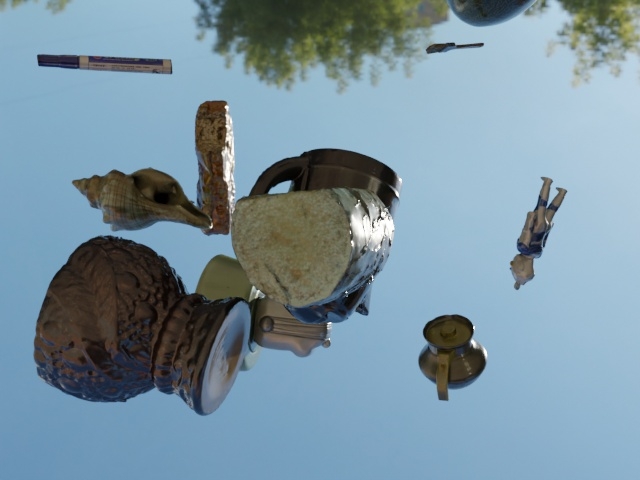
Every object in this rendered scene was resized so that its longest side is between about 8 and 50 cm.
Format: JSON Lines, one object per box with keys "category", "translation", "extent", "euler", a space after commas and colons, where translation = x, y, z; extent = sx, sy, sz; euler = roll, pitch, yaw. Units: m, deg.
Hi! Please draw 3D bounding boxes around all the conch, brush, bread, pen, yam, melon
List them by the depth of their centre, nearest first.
{"category": "pen", "translation": [-0.332, -0.275, 1.268], "extent": [0.204, 0.025, 0.025], "euler": [-1, -148, -18]}
{"category": "yam", "translation": [0.003, 0.004, 1.343], "extent": [0.203, 0.201, 0.271], "euler": [-4, -172, 21]}
{"category": "brush", "translation": [0.331, -0.469, 1.976], "extent": [0.170, 0.014, 0.043], "euler": [-12, 174, -29]}
{"category": "melon", "translation": [0.432, -0.655, 1.987], "extent": [0.238, 0.302, 0.237], "euler": [18, -128, -26]}
{"category": "conch", "translation": [-0.485, -0.108, 2.225], "extent": [0.386, 0.203, 0.169], "euler": [17, 167, -14]}
{"category": "bread", "translation": [-0.302, -0.198, 2.289], "extent": [0.109, 0.380, 0.185], "euler": [4, -146, 2]}

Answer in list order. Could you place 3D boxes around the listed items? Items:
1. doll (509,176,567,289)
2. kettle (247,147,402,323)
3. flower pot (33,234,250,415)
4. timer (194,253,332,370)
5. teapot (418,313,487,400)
{"category": "doll", "translation": [0.424, -0.010, 1.628], "extent": [0.057, 0.227, 0.114], "euler": [19, 180, 35]}
{"category": "kettle", "translation": [-0.012, -0.004, 1.594], "extent": [0.228, 0.321, 0.324], "euler": [-14, -123, 54]}
{"category": "flower pot", "translation": [-0.267, 0.147, 1.295], "extent": [0.267, 0.266, 0.266], "euler": [15, -142, 14]}
{"category": "timer", "translation": [-0.125, 0.195, 1.983], "extent": [0.315, 0.290, 0.290], "euler": [7, -144, 10]}
{"category": "teapot", "translation": [0.242, 0.220, 1.527], "extent": [0.130, 0.119, 0.165], "euler": [0, -146, 20]}
